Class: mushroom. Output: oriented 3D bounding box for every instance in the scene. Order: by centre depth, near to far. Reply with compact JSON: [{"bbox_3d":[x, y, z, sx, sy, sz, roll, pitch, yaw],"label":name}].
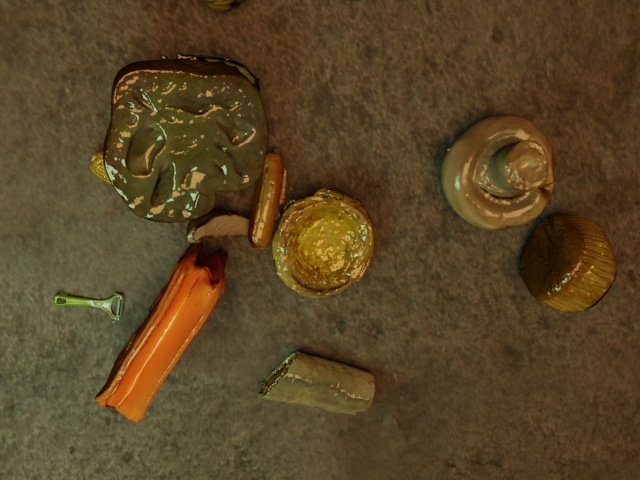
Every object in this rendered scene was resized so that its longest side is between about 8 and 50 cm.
[{"bbox_3d":[-0.251,-0.039,1.585,0.210,0.094,0.072,-7,106,-49],"label":"mushroom"},{"bbox_3d":[0.449,-0.154,1.587,0.293,0.290,0.292,-1,101,-6],"label":"mushroom"}]

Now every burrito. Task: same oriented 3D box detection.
[{"bbox_3d":[-0.007,0.387,1.766,0.299,0.105,0.143,15,106,-14],"label":"burrito"}]

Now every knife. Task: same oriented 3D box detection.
[{"bbox_3d":[-0.583,0.161,1.654,0.166,0.022,0.078,8,97,-12],"label":"knife"}]

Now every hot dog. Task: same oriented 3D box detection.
[{"bbox_3d":[-0.124,-0.101,1.591,0.076,0.104,0.250,12,83,-12],"label":"hot dog"}]

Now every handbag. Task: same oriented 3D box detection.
[{"bbox_3d":[-0.366,0.196,1.554,0.116,0.303,0.410,32,97,-14],"label":"handbag"}]

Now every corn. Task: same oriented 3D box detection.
[{"bbox_3d":[-0.452,-0.141,1.568,0.203,0.072,0.072,34,98,-17],"label":"corn"}]

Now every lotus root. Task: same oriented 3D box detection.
[{"bbox_3d":[-0.306,-0.232,1.460,0.390,0.111,0.375,-40,121,4],"label":"lotus root"}]

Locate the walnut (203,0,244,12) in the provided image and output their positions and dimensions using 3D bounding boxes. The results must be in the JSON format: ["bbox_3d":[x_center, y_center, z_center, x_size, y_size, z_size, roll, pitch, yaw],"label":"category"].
[{"bbox_3d":[-0.204,-0.597,1.440,0.184,0.155,0.155,-45,107,6],"label":"walnut"}]

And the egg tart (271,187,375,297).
[{"bbox_3d":[0.000,0.000,1.661,0.291,0.107,0.290,-4,108,-12],"label":"egg tart"}]

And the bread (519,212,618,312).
[{"bbox_3d":[0.628,0.051,1.690,0.142,0.253,0.227,18,125,-18],"label":"bread"}]

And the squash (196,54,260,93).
[{"bbox_3d":[-0.241,-0.343,1.549,0.184,0.085,0.192,0,121,-35],"label":"squash"}]
